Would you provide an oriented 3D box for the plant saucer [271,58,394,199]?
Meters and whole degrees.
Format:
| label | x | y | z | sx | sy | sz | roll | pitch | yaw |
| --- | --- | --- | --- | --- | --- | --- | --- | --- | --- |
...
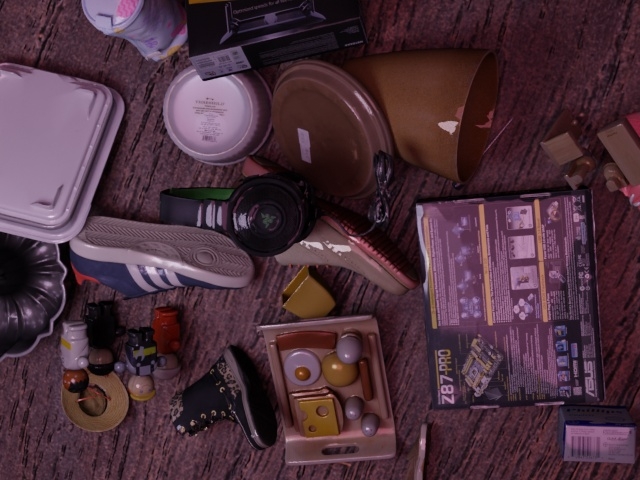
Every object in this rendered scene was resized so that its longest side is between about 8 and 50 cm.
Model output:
| label | x | y | z | sx | sy | sz | roll | pitch | yaw |
| --- | --- | --- | --- | --- | --- | --- | --- | --- | --- |
| plant saucer | 0.011 | -0.189 | 1.848 | 0.278 | 0.041 | 0.277 | 29 | 139 | 29 |

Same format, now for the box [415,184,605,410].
| label | x | y | z | sx | sy | sz | roll | pitch | yaw |
| --- | --- | --- | --- | --- | --- | --- | --- | --- | --- |
| box | 0.347 | 0.108 | 1.904 | 0.319 | 0.097 | 0.394 | -5 | 97 | 6 |

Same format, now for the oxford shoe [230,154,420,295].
| label | x | y | z | sx | sy | sz | roll | pitch | yaw |
| --- | --- | --- | --- | --- | --- | --- | --- | --- | --- |
| oxford shoe | 0.000 | 0.000 | 1.923 | 0.397 | 0.140 | 0.146 | 35 | 104 | 13 |

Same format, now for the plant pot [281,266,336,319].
| label | x | y | z | sx | sy | sz | roll | pitch | yaw |
| --- | --- | --- | --- | --- | --- | --- | --- | --- | --- |
| plant pot | -0.017 | 0.107 | 1.962 | 0.083 | 0.081 | 0.081 | 37 | 101 | -12 |

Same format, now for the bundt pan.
| label | x | y | z | sx | sy | sz | roll | pitch | yaw |
| --- | --- | --- | --- | --- | --- | --- | --- | --- | --- |
| bundt pan | -0.628 | 0.065 | 2.012 | 0.331 | 0.124 | 0.330 | 1 | 97 | 6 |

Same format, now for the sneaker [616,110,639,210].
| label | x | y | z | sx | sy | sz | roll | pitch | yaw |
| --- | --- | --- | --- | --- | --- | --- | --- | --- | --- |
| sneaker | 0.599 | -0.086 | 1.853 | 0.136 | 0.116 | 0.313 | -10 | 89 | 19 |

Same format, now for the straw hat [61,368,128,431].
| label | x | y | z | sx | sy | sz | roll | pitch | yaw |
| --- | --- | --- | --- | --- | --- | --- | --- | --- | --- |
| straw hat | -0.453 | 0.320 | 2.048 | 0.144 | 0.144 | 0.061 | 43 | 139 | 1 |

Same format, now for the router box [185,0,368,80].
| label | x | y | z | sx | sy | sz | roll | pitch | yaw |
| --- | --- | --- | --- | --- | --- | --- | --- | --- | --- |
| router box | -0.085 | -0.434 | 1.843 | 0.309 | 0.081 | 0.242 | -11 | 64 | 9 |

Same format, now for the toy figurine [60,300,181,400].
| label | x | y | z | sx | sy | sz | roll | pitch | yaw |
| --- | --- | --- | --- | --- | --- | --- | --- | --- | --- |
| toy figurine | -0.377 | 0.213 | 1.955 | 0.213 | 0.209 | 0.148 | 4 | 103 | 8 |

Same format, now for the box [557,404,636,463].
| label | x | y | z | sx | sy | sz | roll | pitch | yaw |
| --- | --- | --- | --- | --- | --- | --- | --- | --- | --- |
| box | 0.502 | 0.351 | 1.892 | 0.126 | 0.137 | 0.072 | 1 | 96 | 7 |

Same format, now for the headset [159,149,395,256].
| label | x | y | z | sx | sy | sz | roll | pitch | yaw |
| --- | --- | --- | --- | --- | --- | --- | --- | --- | --- |
| headset | -0.076 | -0.075 | 1.748 | 0.395 | 0.243 | 0.185 | 6 | 99 | 10 |

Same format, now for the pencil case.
| label | x | y | z | sx | sy | sz | roll | pitch | yaw |
| --- | --- | --- | --- | --- | --- | --- | --- | --- | --- |
| pencil case | -0.325 | -0.402 | 1.841 | 0.114 | 0.273 | 0.124 | 30 | 93 | 9 |

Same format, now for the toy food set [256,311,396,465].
| label | x | y | z | sx | sy | sz | roll | pitch | yaw |
| --- | --- | --- | --- | --- | --- | --- | --- | --- | --- |
| toy food set | 0.014 | 0.281 | 1.946 | 0.220 | 0.092 | 0.306 | -7 | 110 | 9 |

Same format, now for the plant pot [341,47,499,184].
| label | x | y | z | sx | sy | sz | roll | pitch | yaw |
| --- | --- | --- | --- | --- | --- | --- | --- | --- | --- |
| plant pot | 0.160 | -0.240 | 1.836 | 0.255 | 0.237 | 0.237 | 14 | 99 | 21 |

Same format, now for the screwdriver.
| label | x | y | z | sx | sy | sz | roll | pitch | yaw |
| --- | --- | --- | --- | --- | --- | --- | --- | --- | --- |
| screwdriver | 0.300 | -0.164 | 1.913 | 0.025 | 0.024 | 0.170 | 31 | 100 | -26 |

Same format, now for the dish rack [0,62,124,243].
| label | x | y | z | sx | sy | sz | roll | pitch | yaw |
| --- | --- | --- | --- | --- | --- | --- | --- | --- | --- |
| dish rack | -0.542 | -0.178 | 1.925 | 0.286 | 0.072 | 0.332 | 13 | 70 | 7 |

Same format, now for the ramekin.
| label | x | y | z | sx | sy | sz | roll | pitch | yaw |
| --- | --- | --- | --- | --- | --- | --- | --- | --- | --- |
| ramekin | -0.194 | -0.240 | 1.923 | 0.207 | 0.109 | 0.207 | 1 | 97 | 7 |

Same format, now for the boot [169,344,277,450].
| label | x | y | z | sx | sy | sz | roll | pitch | yaw |
| --- | --- | --- | --- | --- | --- | --- | --- | --- | --- |
| boot | -0.186 | 0.334 | 1.963 | 0.179 | 0.085 | 0.236 | -38 | 46 | 14 |

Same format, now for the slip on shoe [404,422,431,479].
| label | x | y | z | sx | sy | sz | roll | pitch | yaw |
| --- | --- | --- | --- | --- | --- | --- | --- | --- | --- |
| slip on shoe | 0.185 | 0.415 | 1.990 | 0.041 | 0.051 | 0.135 | 8 | 104 | 18 |

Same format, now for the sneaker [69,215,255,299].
| label | x | y | z | sx | sy | sz | roll | pitch | yaw |
| --- | --- | --- | --- | --- | --- | --- | --- | --- | --- |
| sneaker | -0.304 | 0.055 | 1.982 | 0.350 | 0.131 | 0.148 | 12 | 129 | -5 |

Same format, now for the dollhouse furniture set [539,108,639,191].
| label | x | y | z | sx | sy | sz | roll | pitch | yaw |
| --- | --- | --- | --- | --- | --- | --- | --- | --- | --- |
| dollhouse furniture set | 0.501 | -0.171 | 1.806 | 0.151 | 0.123 | 0.144 | -25 | 108 | 45 |
